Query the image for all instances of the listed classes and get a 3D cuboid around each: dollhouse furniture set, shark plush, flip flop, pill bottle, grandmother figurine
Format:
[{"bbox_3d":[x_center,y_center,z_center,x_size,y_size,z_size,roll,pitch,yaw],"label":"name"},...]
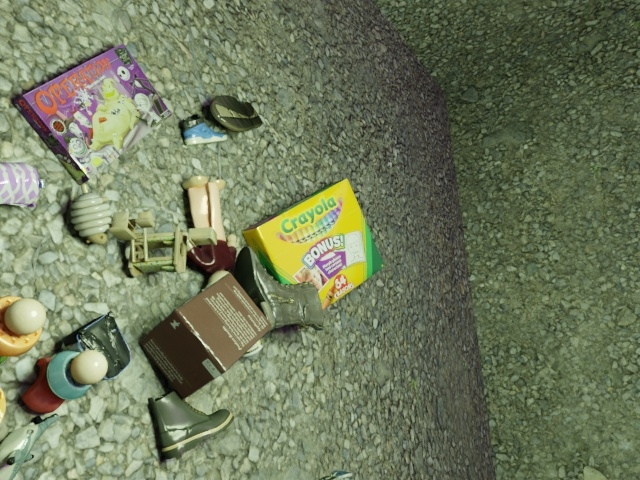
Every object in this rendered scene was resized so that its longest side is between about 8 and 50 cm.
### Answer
[{"bbox_3d":[-0.336,0.008,1.203,0.161,0.182,0.101,74,12,-67],"label":"dollhouse furniture set"},{"bbox_3d":[-0.516,0.356,0.955,0.161,0.073,0.067,-84,167,-67],"label":"shark plush"},{"bbox_3d":[-0.259,-0.369,1.671,0.112,0.080,0.277,64,17,-5],"label":"flip flop"},{"bbox_3d":[-0.202,0.241,1.459,0.065,0.065,0.116,-34,105,-58],"label":"pill bottle"},{"bbox_3d":[-0.278,0.008,1.428,0.208,0.104,0.342,0,73,-48],"label":"grandmother figurine"}]

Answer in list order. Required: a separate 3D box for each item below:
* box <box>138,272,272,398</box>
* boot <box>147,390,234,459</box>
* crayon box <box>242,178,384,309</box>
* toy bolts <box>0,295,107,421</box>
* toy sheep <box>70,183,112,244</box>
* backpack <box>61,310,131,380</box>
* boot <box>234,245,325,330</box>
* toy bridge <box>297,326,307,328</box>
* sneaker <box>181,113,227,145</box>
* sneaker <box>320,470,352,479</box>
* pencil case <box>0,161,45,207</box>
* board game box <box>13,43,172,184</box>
[{"bbox_3d":[-0.255,0.212,1.259,0.168,0.167,0.203,52,33,0],"label":"box"},{"bbox_3d":[-0.288,0.384,1.254,0.198,0.077,0.137,-14,82,-60],"label":"boot"},{"bbox_3d":[-0.010,0.028,1.696,0.363,0.106,0.313,-32,105,-32],"label":"crayon box"},{"bbox_3d":[-0.480,0.220,0.925,0.228,0.159,0.218,41,35,-41],"label":"toy bolts"},{"bbox_3d":[-0.477,-0.054,1.159,0.091,0.091,0.132,-29,105,-58],"label":"toy sheep"},{"bbox_3d":[-0.435,0.216,1.088,0.114,0.084,0.105,62,31,-9],"label":"backpack"},{"bbox_3d":[-0.105,0.136,1.521,0.229,0.091,0.262,-3,69,-45],"label":"boot"},{"bbox_3d":[-0.028,0.221,1.742,0.188,0.063,0.026,-42,111,-55],"label":"toy bridge"},{"bbox_3d":[-0.323,-0.312,1.547,0.152,0.058,0.084,-21,101,-52],"label":"sneaker"},{"bbox_3d":[0.046,0.718,1.638,0.135,0.052,0.058,5,80,-49],"label":"sneaker"},{"bbox_3d":[-0.607,-0.095,0.982,0.206,0.086,0.088,-11,108,-57],"label":"pencil case"},{"bbox_3d":[-0.502,-0.301,1.279,0.208,0.056,0.346,54,36,-21],"label":"board game box"}]
